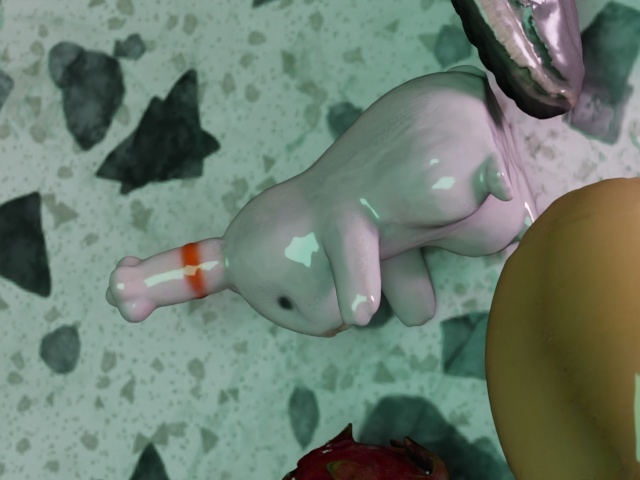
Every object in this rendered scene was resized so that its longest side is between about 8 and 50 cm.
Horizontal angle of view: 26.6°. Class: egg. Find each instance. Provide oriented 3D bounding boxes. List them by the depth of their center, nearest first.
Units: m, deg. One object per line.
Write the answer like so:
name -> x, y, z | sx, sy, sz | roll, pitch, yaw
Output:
egg -> 0.195, 0.088, 0.763 | 0.201, 0.201, 0.244 | -17, 54, 18

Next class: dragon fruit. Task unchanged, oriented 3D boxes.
dragon fruit -> 0.039, 0.198, 0.860 | 0.136, 0.133, 0.166 | -39, 75, 7

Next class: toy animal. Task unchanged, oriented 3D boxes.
toy animal -> 0.012, 0.007, 0.876 | 0.282, 0.140, 0.138 | -35, 69, 12

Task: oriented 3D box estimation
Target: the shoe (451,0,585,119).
shoe -> 0.140, -0.248, 0.854 | 0.171, 0.132, 0.337 | -19, 79, 9
